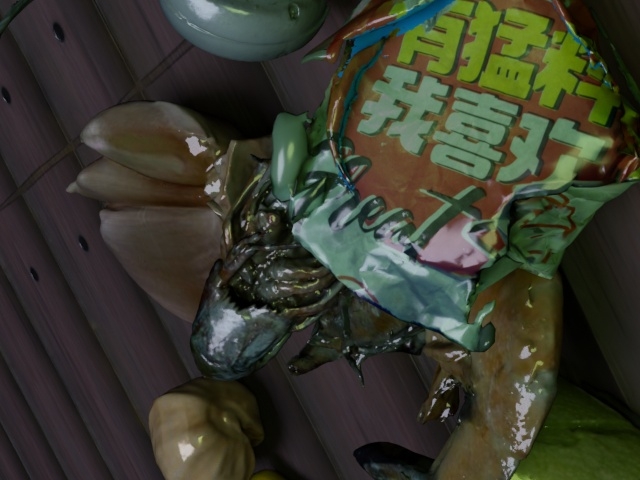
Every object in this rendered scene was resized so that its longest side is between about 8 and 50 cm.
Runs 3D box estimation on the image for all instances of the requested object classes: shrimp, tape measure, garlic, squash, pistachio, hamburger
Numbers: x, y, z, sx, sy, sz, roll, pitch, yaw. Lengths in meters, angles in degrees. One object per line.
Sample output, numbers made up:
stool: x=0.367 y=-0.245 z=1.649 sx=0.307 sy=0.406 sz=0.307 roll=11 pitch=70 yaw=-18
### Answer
shrimp: x=0.077 y=0.121 z=0.959 sx=0.445 sy=0.085 sz=0.272 roll=-21 pitch=65 yaw=61
tape measure: x=-0.129 y=-0.190 z=0.849 sx=0.164 sy=0.330 sz=0.084 roll=42 pitch=144 yaw=23
garlic: x=-0.138 y=-0.029 z=1.152 sx=0.325 sy=0.132 sz=0.279 roll=3 pitch=115 yaw=48
squash: x=0.281 y=0.278 z=0.900 sx=0.308 sy=0.210 sz=0.234 roll=18 pitch=132 yaw=8
shrimp: x=-0.001 y=0.002 z=0.940 sx=0.172 sy=0.137 sz=0.372 roll=42 pitch=124 yaw=15
pistachio: x=-0.156 y=0.265 z=1.364 sx=0.157 sy=0.157 sz=0.229 roll=49 pitch=151 yaw=17
hamburger: x=0.107 y=-0.075 z=0.773 sx=0.276 sy=0.150 sz=0.260 roll=-46 pitch=75 yaw=17

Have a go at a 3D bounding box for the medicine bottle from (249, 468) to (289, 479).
medicine bottle: x=0.017 y=0.398 z=1.310 sx=0.309 sy=0.076 sz=0.111 roll=26 pitch=134 yaw=38
